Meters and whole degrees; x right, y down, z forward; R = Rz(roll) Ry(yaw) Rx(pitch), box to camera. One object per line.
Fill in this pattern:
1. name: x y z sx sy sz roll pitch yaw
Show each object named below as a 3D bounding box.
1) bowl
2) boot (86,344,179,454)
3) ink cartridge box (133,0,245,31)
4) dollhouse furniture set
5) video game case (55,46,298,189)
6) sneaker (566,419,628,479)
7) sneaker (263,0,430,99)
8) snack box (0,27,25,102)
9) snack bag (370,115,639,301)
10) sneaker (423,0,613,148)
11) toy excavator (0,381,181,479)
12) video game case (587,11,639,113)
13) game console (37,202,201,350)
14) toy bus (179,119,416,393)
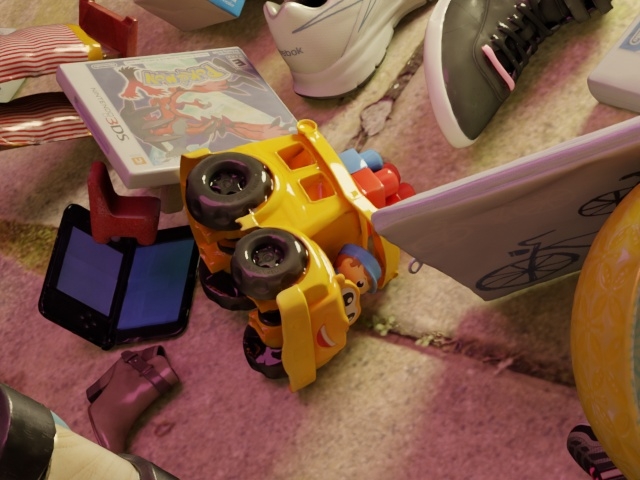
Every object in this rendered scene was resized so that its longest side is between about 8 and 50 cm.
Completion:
1. bowl: 0.275 0.063 1.295 0.289 0.289 0.156 -53 28 -20
2. boot: -0.171 0.146 1.669 0.087 0.042 0.118 -29 41 3
3. ink cartridge box: -0.111 -0.357 2.006 0.134 0.078 0.231 -2 64 59
4. dollhouse furniture set: -0.230 -0.123 1.813 0.201 0.152 0.374 -14 28 -34
5. video game case: -0.129 -0.122 1.740 0.201 0.023 0.183 -9 43 -29
6. sneaker: 0.224 0.200 1.338 0.074 0.063 0.170 -34 45 -8
7. sneaker: 0.053 -0.284 1.862 0.111 0.129 0.297 11 57 42
8. snack box: -0.511 -0.177 2.185 0.322 0.060 0.187 8 56 38
9. snack bag: 0.219 -0.036 1.388 0.323 0.342 0.037 -19 74 17
10. sneaker: 0.197 -0.213 1.715 0.146 0.104 0.296 -10 42 33
11. toy excavator: -0.371 0.335 1.505 0.445 0.222 0.433 -2 64 42
12. video game case: 0.445 -0.217 1.609 0.300 0.036 0.329 23 66 44
13. game console: -0.194 0.026 1.768 0.085 0.124 0.144 -37 32 40
14. toy bus: 0.000 0.000 1.630 0.211 0.149 0.220 -21 51 -15
